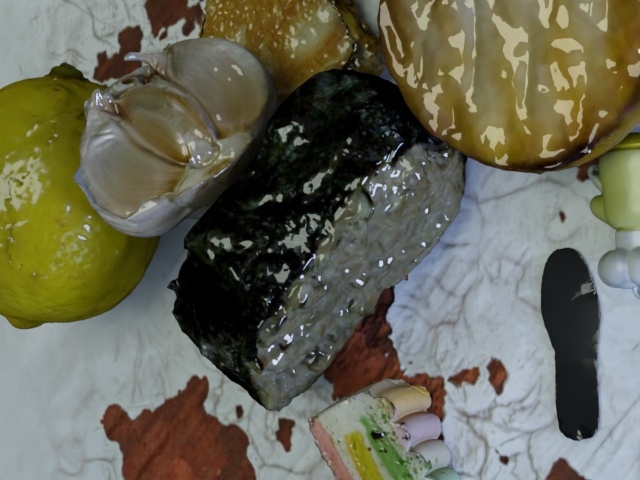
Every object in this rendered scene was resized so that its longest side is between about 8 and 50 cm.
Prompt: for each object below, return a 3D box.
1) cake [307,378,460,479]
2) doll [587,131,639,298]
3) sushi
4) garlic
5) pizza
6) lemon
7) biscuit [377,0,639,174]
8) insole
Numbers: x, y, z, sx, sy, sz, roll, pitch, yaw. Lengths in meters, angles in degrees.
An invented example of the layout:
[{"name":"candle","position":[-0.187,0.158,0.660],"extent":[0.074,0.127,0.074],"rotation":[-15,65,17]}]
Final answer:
[{"name":"cake","position":[0.090,0.248,1.733],"extent":[0.109,0.090,0.225],"rotation":[-28,90,29]},{"name":"doll","position":[0.297,-0.026,1.586],"extent":[0.106,0.062,0.162],"rotation":[-4,83,44]},{"name":"sushi","position":[0.000,0.000,1.711],"extent":[0.350,0.211,0.171],"rotation":[-53,53,11]},{"name":"garlic","position":[-0.140,-0.102,1.773],"extent":[0.229,0.143,0.178],"rotation":[-46,62,1]},{"name":"pizza","position":[-0.074,-0.229,1.856],"extent":[0.251,0.074,0.287],"rotation":[-39,65,27]},{"name":"lemon","position":[-0.294,-0.042,1.896],"extent":[0.261,0.260,0.284],"rotation":[12,75,35]},{"name":"biscuit","position":[0.196,-0.210,1.582],"extent":[0.296,0.102,0.296],"rotation":[6,101,29]},{"name":"insole","position":[0.245,0.100,1.650],"extent":[0.064,0.004,0.188],"rotation":[-7,83,35]}]
